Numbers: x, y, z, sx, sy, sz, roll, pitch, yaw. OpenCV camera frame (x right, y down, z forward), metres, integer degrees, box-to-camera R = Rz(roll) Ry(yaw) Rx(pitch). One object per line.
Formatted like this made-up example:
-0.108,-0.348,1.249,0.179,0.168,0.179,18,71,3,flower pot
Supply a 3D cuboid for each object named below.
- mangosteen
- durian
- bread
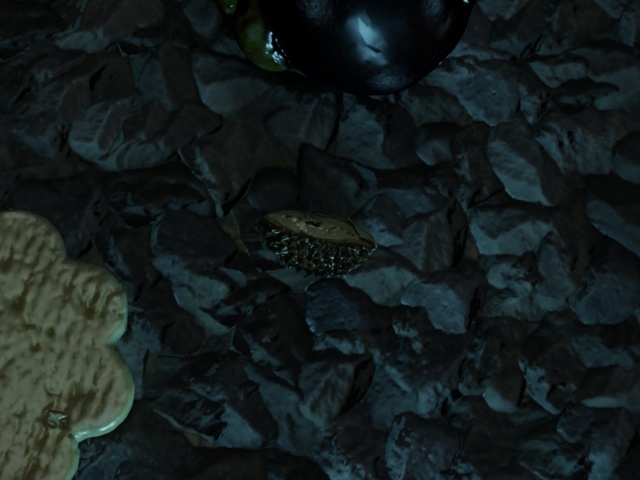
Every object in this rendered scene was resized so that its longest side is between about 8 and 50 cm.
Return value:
0.026,-0.278,1.599,0.233,0.287,0.287,18,70,-36,mangosteen
-0.003,0.006,1.615,0.130,0.052,0.066,14,34,-11,durian
-0.332,0.110,1.502,0.316,0.054,0.316,3,73,-11,bread
